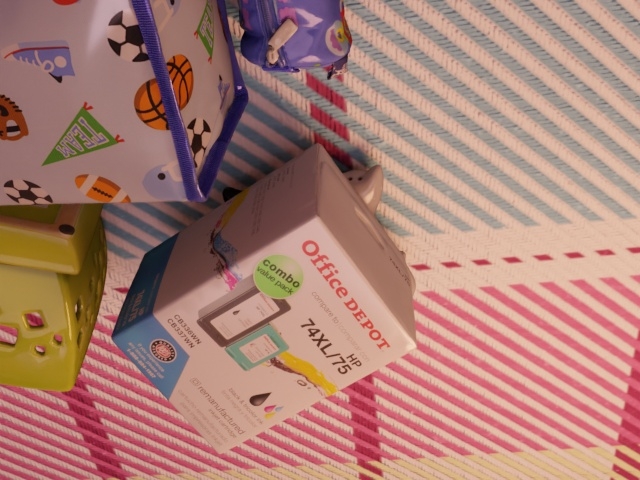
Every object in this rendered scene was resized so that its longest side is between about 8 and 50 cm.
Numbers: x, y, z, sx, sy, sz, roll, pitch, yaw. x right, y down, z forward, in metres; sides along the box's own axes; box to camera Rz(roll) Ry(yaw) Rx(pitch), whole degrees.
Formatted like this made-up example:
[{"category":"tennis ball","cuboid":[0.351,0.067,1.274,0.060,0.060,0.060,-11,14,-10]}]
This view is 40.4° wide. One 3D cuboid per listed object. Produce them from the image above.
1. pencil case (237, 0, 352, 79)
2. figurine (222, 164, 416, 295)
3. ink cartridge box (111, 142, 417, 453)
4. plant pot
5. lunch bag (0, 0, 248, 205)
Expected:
[{"category":"pencil case","cuboid":[-0.042,-0.301,0.821,0.119,0.133,0.306,4,131,15]},{"category":"figurine","cuboid":[0.000,0.000,1.113,0.215,0.092,0.209,-11,126,8]},{"category":"ink cartridge box","cuboid":[-0.056,0.064,0.996,0.270,0.197,0.198,-31,113,16]},{"category":"plant pot","cuboid":[-0.374,0.017,1.039,0.228,0.227,0.207,12,124,-10]},{"category":"lunch bag","cuboid":[-0.267,-0.240,0.789,0.327,0.239,0.385,-3,130,12]}]
